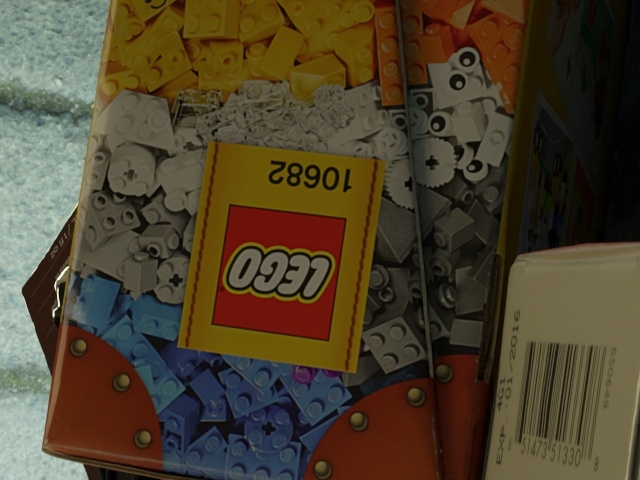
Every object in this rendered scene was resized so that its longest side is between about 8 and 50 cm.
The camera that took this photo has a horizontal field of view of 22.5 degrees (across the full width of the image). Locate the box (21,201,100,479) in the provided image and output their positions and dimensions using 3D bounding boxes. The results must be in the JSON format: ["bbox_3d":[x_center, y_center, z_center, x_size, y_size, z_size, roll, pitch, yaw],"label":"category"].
[{"bbox_3d":[-0.172,0.125,1.672,0.191,0.143,0.381,-54,44,24],"label":"box"}]

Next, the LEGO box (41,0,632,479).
[{"bbox_3d":[0.052,-0.049,0.923,0.500,0.193,0.373,26,-108,-74],"label":"LEGO box"}]

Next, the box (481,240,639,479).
[{"bbox_3d":[0.196,0.081,0.620,0.148,0.232,0.127,170,109,-75],"label":"box"}]

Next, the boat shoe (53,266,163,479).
[{"bbox_3d":[-0.110,0.187,1.315,0.500,0.156,0.187,46,168,39],"label":"boat shoe"}]
